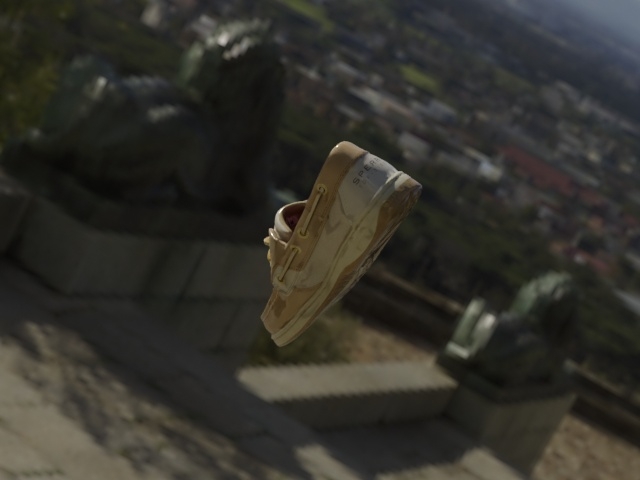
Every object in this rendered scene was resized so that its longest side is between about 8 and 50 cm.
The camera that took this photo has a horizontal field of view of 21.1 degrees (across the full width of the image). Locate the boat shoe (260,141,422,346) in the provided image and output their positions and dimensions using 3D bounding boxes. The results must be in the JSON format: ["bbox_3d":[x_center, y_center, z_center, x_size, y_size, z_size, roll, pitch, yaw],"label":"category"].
[{"bbox_3d":[0.000,0.000,0.983,0.059,0.170,0.063,43,50,6],"label":"boat shoe"}]
